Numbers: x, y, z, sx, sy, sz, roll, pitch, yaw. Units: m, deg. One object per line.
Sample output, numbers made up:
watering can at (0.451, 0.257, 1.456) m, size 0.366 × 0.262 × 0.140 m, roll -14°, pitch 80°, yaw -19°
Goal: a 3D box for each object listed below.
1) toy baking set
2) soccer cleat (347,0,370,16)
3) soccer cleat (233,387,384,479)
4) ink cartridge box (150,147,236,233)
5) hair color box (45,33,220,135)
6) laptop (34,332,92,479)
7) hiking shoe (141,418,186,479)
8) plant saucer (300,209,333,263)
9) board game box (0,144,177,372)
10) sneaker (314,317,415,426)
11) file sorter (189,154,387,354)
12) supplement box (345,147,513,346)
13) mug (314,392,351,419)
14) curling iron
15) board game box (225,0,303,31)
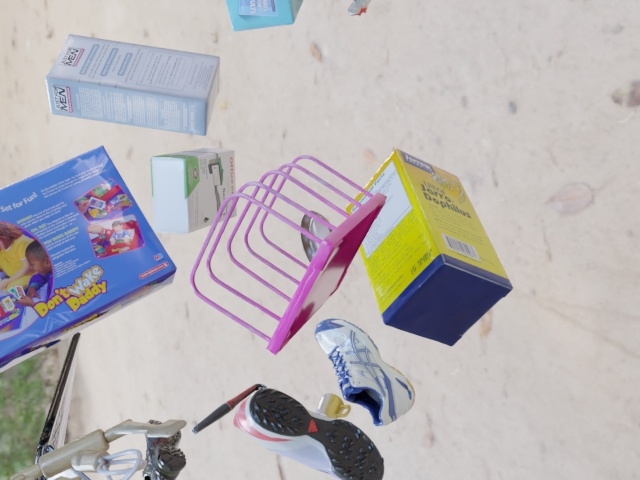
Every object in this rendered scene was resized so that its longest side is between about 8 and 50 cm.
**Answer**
toy baking set at (-0.275, 0.266, 0.954) m, size 0.030 × 0.256 × 0.197 m, roll 67°, pitch 167°, yaw -10°
soccer cleat at (0.064, -0.355, 1.181) m, size 0.029 × 0.083 × 0.035 m, roll 26°, pitch 150°, yaw 33°
soccer cleat at (-0.021, 0.391, 1.593) m, size 0.116 × 0.318 × 0.108 m, roll -40°, pitch 24°, yaw 51°
ink cartridge box at (-0.270, -0.113, 1.777) m, size 0.092 × 0.219 × 0.160 m, roll 4°, pitch 103°, yaw 22°
hair color box at (-0.443, -0.375, 1.973) m, size 0.113 × 0.374 × 0.185 m, roll 100°, pitch 177°, yaw -46°
laptop at (-0.370, 0.447, 1.403) m, size 0.408 × 0.236 × 0.382 m, roll -93°, pitch 19°, yaw -54°
hiking shoe at (-0.353, 0.468, 1.764) m, size 0.114 × 0.086 × 0.227 m, roll -63°, pitch 18°, yaw 4°
plant saucer at (0.000, 0.000, 2.152) m, size 0.168 × 0.029 × 0.168 m, roll 37°, pitch 134°, yaw 50°
board game box at (-0.425, 0.034, 1.219) m, size 0.233 × 0.347 × 0.078 m, roll 58°, pitch 157°, yaw 10°
sneaker at (0.082, 0.302, 1.904) m, size 0.296 × 0.131 × 0.112 m, roll 41°, pitch 134°, yaw 19°
file sorter at (-0.051, 0.002, 1.305) m, size 0.182 × 0.291 × 0.202 m, roll 32°, pitch 114°, yaw 8°
supplement box at (0.218, 0.010, 1.726) m, size 0.194 × 0.195 × 0.356 m, roll -50°, pitch 37°, yaw 30°
mug at (0.020, 0.380, 1.830) m, size 0.062 × 0.064 × 0.078 m, roll 47°, pitch 118°, yaw -3°
curling iron at (-0.233, 0.445, 2.176) m, size 0.068 × 0.274 × 0.035 m, roll 30°, pitch 122°, yaw 33°
board game box at (-0.062, -0.439, 0.983) m, size 0.336 × 0.079 × 0.254 m, roll -78°, pitch -20°, yaw -51°
